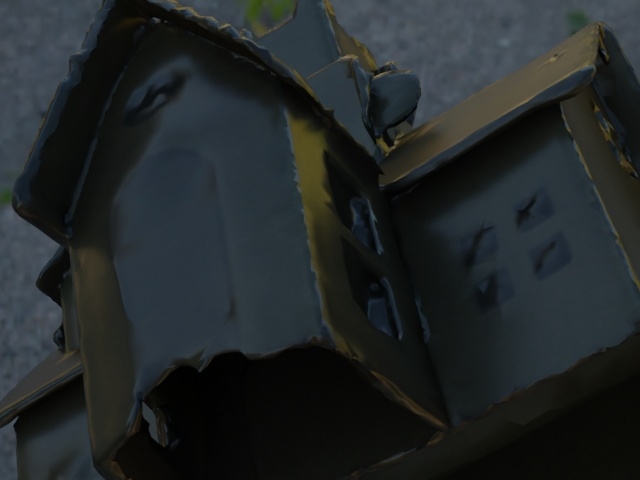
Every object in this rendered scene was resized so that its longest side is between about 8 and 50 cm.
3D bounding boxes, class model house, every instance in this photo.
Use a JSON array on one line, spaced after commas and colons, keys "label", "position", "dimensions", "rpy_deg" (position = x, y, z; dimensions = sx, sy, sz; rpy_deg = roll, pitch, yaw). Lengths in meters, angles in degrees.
[{"label": "model house", "position": [0.000, 0.000, 0.534], "dimensions": [0.211, 0.204, 0.243], "rpy_deg": [-29, 43, 15]}]
